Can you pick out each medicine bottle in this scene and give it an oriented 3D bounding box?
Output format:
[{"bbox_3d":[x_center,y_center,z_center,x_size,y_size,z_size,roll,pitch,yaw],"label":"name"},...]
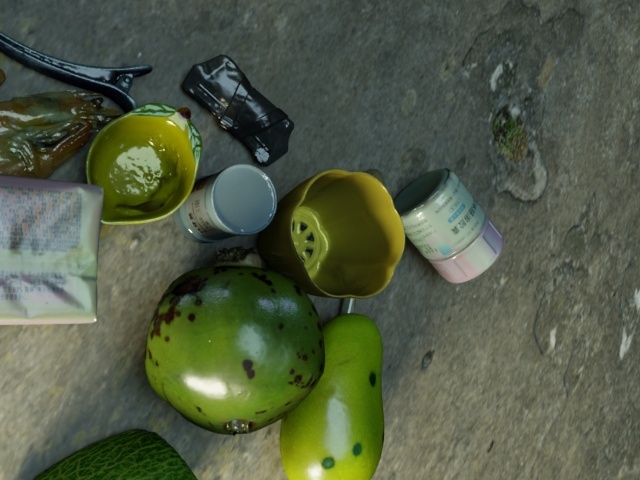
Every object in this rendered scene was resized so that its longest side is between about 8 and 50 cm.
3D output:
[{"bbox_3d":[0.218,-0.025,1.352,0.168,0.135,0.135,50,64,-18],"label":"medicine bottle"}]

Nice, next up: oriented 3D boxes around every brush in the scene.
[{"bbox_3d":[0.061,0.021,1.316,0.042,0.039,0.299,18,80,-24],"label":"brush"}]

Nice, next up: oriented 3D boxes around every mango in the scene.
[{"bbox_3d":[0.027,0.252,1.206,0.175,0.143,0.293,26,69,-42],"label":"mango"}]

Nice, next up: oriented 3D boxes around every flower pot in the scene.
[{"bbox_3d":[0.000,0.000,1.193,0.195,0.179,0.195,4,81,-30],"label":"flower pot"}]

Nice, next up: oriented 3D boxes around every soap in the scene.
[{"bbox_3d":[-0.390,0.014,0.988,0.200,0.138,0.181,3,85,-30],"label":"soap"}]

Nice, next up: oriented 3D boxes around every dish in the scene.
[{"bbox_3d":[-0.256,-0.103,1.113,0.149,0.080,0.207,42,68,-16],"label":"dish"}]

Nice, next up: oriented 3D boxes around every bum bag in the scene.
[{"bbox_3d":[-0.123,-0.205,1.221,0.198,0.049,0.087,43,90,-20],"label":"bum bag"}]

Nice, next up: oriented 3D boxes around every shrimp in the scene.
[{"bbox_3d":[-0.372,-0.142,1.060,0.217,0.051,0.115,-23,119,-30],"label":"shrimp"}]

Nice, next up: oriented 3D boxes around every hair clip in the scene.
[{"bbox_3d":[-0.371,-0.253,1.080,0.275,0.048,0.083,19,80,-26],"label":"hair clip"}]

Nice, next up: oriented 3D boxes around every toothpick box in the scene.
[{"bbox_3d":[-0.140,-0.051,1.132,0.101,0.153,0.101,4,83,-30],"label":"toothpick box"}]

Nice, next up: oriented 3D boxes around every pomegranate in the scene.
[{"bbox_3d":[-0.119,0.131,1.088,0.254,0.254,0.270,4,72,-30],"label":"pomegranate"}]

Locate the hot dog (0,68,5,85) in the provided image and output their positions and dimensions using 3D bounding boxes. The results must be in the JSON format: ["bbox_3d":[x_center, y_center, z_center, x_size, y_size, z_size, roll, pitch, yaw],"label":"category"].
[{"bbox_3d":[-0.477,-0.191,1.004,0.140,0.060,0.089,-8,94,-34],"label":"hot dog"}]

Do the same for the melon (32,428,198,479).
[{"bbox_3d":[-0.295,0.437,0.975,0.344,0.226,0.331,-24,58,-30],"label":"melon"}]
